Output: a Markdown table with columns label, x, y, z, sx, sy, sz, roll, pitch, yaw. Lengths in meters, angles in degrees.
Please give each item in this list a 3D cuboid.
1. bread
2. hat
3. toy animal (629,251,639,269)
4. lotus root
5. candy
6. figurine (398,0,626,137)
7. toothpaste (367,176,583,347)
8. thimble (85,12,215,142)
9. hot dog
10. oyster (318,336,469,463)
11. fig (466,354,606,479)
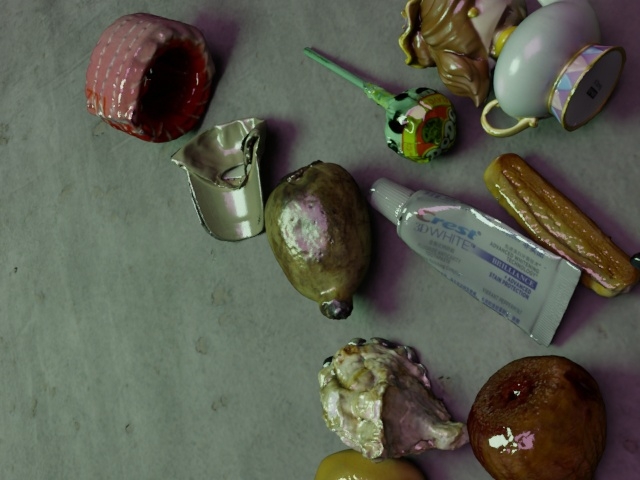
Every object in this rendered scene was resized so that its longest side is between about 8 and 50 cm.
| label | x | y | z | sx | sy | sz | roll | pitch | yaw |
| --- | --- | --- | --- | --- | --- | --- | --- | --- | --- |
| bread | 0.046 | 0.352 | 0.845 | 0.147 | 0.098 | 0.217 | -8 | 74 | 34 |
| hat | -0.129 | -0.087 | 1.074 | 0.147 | 0.085 | 0.175 | -8 | 98 | 19 |
| toy animal | 0.406 | -0.021 | 0.722 | 0.210 | 0.121 | 0.117 | -47 | 13 | -3 |
| lotus root | 0.000 | 0.000 | 0.933 | 0.139 | 0.138 | 0.213 | -18 | 74 | 28 |
| candy | 0.062 | -0.196 | 0.975 | 0.305 | 0.083 | 0.091 | 40 | 97 | 40 |
| figurine | 0.205 | -0.231 | 0.841 | 0.263 | 0.142 | 0.189 | 40 | 102 | 30 |
| toothpaste | 0.166 | 0.007 | 0.858 | 0.068 | 0.099 | 0.282 | -42 | 55 | -16 |
| thimble | -0.259 | -0.250 | 1.125 | 0.125 | 0.163 | 0.189 | 25 | 87 | 34 |
| hot dog | 0.260 | -0.014 | 0.816 | 0.066 | 0.047 | 0.215 | -31 | 59 | -18 |
| oyster | 0.085 | 0.183 | 0.849 | 0.191 | 0.081 | 0.163 | 14 | 52 | 7 |
| fig | 0.254 | 0.217 | 0.751 | 0.201 | 0.134 | 0.146 | 42 | 74 | -10 |
